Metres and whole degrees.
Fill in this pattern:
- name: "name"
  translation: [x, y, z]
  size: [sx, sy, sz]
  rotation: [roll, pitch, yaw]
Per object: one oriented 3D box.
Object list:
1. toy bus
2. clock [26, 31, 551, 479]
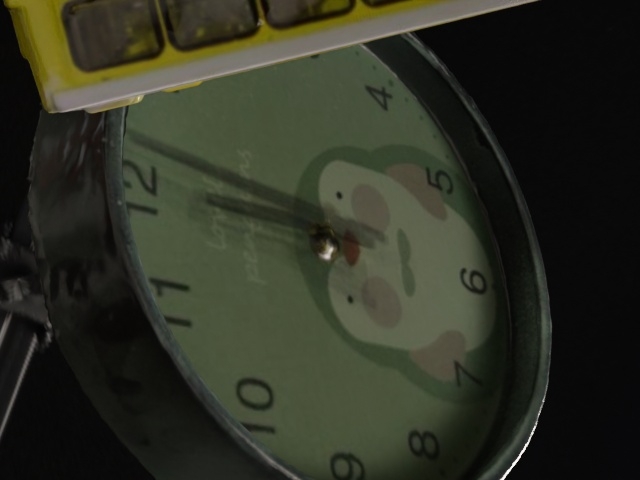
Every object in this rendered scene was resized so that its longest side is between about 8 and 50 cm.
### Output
- name: "toy bus"
  translation: [0.015, -0.097, 0.402]
  size: [0.226, 0.081, 0.074]
  rotation: [-14, -83, -6]
- name: "clock"
  translation: [0.000, 0.001, 0.679]
  size: [0.319, 0.066, 0.318]
  rotation: [22, -125, -35]
